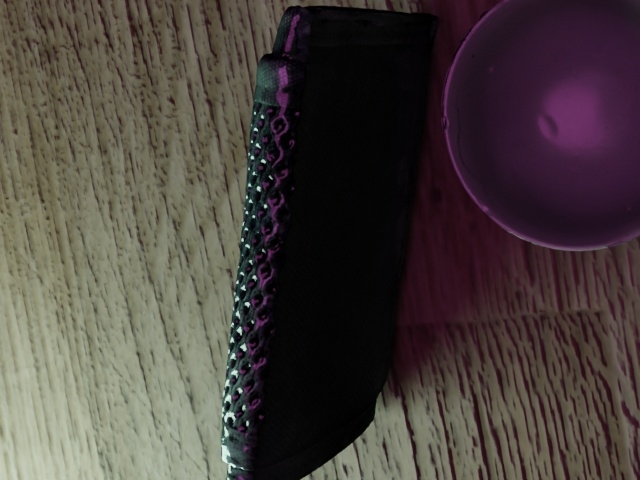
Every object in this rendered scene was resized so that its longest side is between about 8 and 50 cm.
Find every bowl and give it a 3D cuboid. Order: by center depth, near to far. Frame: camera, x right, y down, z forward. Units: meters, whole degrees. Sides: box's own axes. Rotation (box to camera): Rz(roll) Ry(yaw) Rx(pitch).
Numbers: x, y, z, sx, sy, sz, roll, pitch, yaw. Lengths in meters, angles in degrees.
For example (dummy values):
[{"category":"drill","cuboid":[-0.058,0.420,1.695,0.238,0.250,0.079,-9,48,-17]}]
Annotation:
[{"category":"bowl","cuboid":[0.187,-0.092,0.855,0.189,0.086,0.189,4,100,24]}]

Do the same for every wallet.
[{"category":"wallet","cuboid":[0.000,0.000,0.878,0.075,0.237,0.342,13,105,22]}]
